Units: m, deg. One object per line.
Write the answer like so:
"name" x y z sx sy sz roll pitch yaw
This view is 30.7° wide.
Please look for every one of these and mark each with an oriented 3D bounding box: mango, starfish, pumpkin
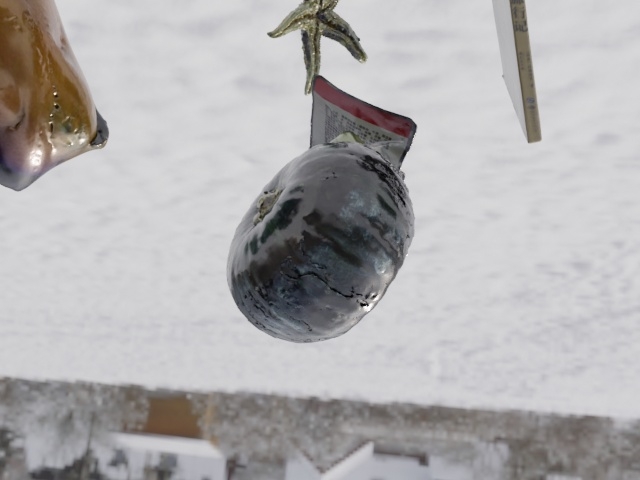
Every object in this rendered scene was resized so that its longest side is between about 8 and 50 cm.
"mango" -0.356 -0.203 1.309 0.152 0.287 0.201 -21 -169 0
"starfish" -0.007 -0.295 1.544 0.053 0.208 0.176 13 -155 36
"pumpkin" 0.000 0.000 1.269 0.163 0.233 0.233 33 157 -11

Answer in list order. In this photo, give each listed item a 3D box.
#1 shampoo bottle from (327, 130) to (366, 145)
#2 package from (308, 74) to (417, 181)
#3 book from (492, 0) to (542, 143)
"shampoo bottle" -0.005 -0.059 1.433 0.162 0.079 0.079 -37 149 12
"package" 0.048 -0.110 1.555 0.154 0.030 0.239 25 149 13
"book" 0.222 -0.298 1.391 0.021 0.217 0.310 -10 119 5
